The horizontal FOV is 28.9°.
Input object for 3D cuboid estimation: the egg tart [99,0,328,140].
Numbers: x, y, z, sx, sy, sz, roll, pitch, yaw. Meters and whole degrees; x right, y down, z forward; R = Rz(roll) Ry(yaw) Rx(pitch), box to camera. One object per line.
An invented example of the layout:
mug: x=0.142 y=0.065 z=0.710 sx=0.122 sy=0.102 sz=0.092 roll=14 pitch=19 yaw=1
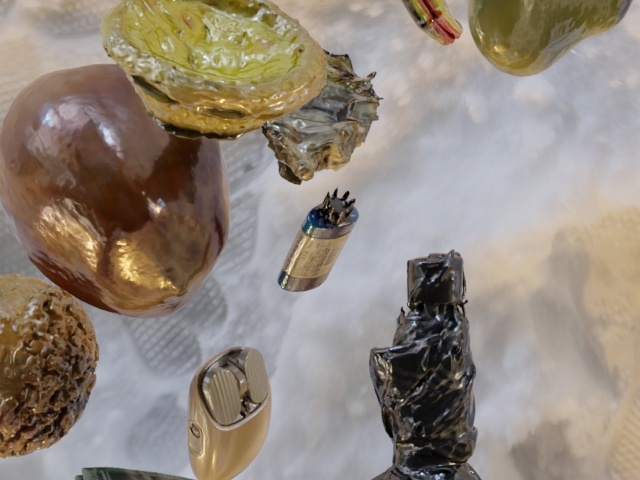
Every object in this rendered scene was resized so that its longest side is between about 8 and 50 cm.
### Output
egg tart: x=-0.087 y=-0.141 z=0.994 sx=0.191 sy=0.191 sz=0.074 roll=17 pitch=129 yaw=4

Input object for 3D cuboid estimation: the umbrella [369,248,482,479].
umbrella: x=0.086 y=0.182 z=1.135 sx=0.128 sy=0.154 sz=0.336 roll=2 pitch=104 yaw=35

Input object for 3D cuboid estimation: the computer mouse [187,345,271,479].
computer mouse: x=-0.138 y=0.274 z=1.897 sx=0.082 sy=0.145 sz=0.236 roll=27 pitch=127 yaw=31

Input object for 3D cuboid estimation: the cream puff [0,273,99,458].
cream puff: x=-0.493 y=0.226 z=2.055 sx=0.231 sy=0.327 sz=0.343 roll=21 pitch=124 yaw=-2

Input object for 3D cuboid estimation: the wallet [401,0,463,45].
wallet: x=0.128 y=-0.407 z=1.866 sx=0.067 sy=0.141 sz=0.241 roll=-30 pitch=75 yaw=14

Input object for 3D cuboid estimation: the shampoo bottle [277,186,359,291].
shampoo bottle: x=0.000 y=0.000 z=1.770 sx=0.050 sy=0.087 sz=0.183 roll=57 pitch=142 yaw=27

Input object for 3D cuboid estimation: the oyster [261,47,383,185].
oyster: x=-0.010 y=-0.175 z=1.664 sx=0.221 sy=0.361 sz=0.096 roll=7 pitch=127 yaw=-21

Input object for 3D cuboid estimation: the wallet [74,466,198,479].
wallet: x=-0.158 y=0.312 z=1.277 sx=0.160 sy=0.236 sz=0.055 roll=12 pitch=112 yaw=-25

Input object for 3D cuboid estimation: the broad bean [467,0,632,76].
broad bean: x=0.270 y=-0.290 z=1.438 sx=0.121 sy=0.263 sz=0.189 roll=21 pitch=128 yaw=33

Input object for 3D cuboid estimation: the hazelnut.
hazelnut: x=-0.282 y=-0.071 z=1.731 sx=0.366 sy=0.366 sz=0.366 roll=1 pitch=101 yaw=7
